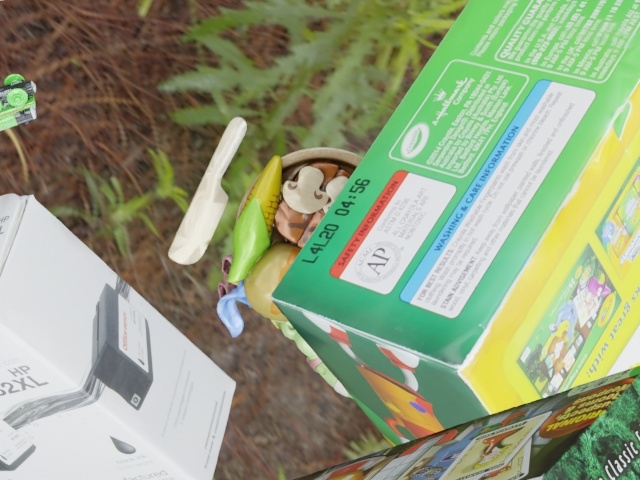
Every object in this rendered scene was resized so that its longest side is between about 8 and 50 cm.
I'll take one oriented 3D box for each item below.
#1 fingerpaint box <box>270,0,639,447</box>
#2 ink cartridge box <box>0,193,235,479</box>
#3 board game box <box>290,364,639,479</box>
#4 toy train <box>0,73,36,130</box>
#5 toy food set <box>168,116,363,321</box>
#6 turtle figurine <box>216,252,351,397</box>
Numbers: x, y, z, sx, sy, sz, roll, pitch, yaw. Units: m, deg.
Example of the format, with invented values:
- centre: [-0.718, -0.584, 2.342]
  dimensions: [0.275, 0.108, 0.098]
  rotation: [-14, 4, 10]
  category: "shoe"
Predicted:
- centre: [0.212, -0.019, 1.106]
  dimensions: [0.444, 0.163, 0.371]
  rotation: [-57, 139, -17]
  category: "fingerpaint box"
- centre: [-0.258, 0.115, 1.399]
  dimensions: [0.307, 0.223, 0.129]
  rotation: [47, 42, -39]
  category: "ink cartridge box"
- centre: [-0.018, 0.112, 0.509]
  dimensions: [0.136, 0.260, 0.030]
  rotation: [-38, 100, -48]
  category: "board game box"
- centre: [-0.165, -0.051, 0.703]
  dimensions: [0.083, 0.017, 0.023]
  rotation: [-18, 131, -3]
  category: "toy train"
- centre: [0.000, 0.000, 1.129]
  dimensions: [0.192, 0.038, 0.132]
  rotation: [22, 98, -8]
  category: "toy food set"
- centre: [0.065, 0.048, 1.471]
  dimensions: [0.275, 0.266, 0.197]
  rotation: [-26, 83, 17]
  category: "turtle figurine"
